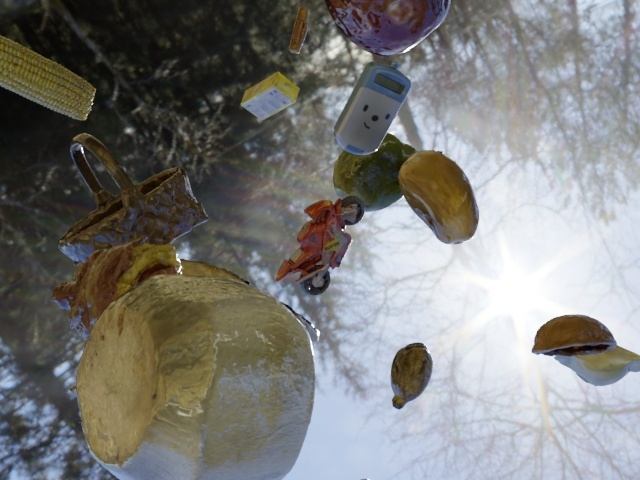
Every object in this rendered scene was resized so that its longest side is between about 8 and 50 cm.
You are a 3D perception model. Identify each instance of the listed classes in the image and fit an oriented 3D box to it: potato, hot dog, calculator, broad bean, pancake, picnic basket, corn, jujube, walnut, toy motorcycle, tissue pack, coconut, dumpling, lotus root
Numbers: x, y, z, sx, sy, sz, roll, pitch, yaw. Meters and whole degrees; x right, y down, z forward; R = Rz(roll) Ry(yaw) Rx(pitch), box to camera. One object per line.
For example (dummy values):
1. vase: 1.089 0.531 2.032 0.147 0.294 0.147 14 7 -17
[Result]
1. potato: 0.265 -0.098 1.495 0.146 0.234 0.150 -43 154 15
2. hot dog: -0.061 -0.620 2.009 0.044 0.137 0.028 16 -179 5
3. calculator: 0.108 -0.278 1.427 0.210 0.121 0.039 -61 -140 17
4. broad bean: 0.171 -0.208 2.041 0.291 0.238 0.119 -20 -157 -16
5. pancake: -0.179 0.152 1.490 0.387 0.386 0.082 -4 -122 58
6. picnic basket: -0.476 -0.107 1.580 0.337 0.337 0.293 -37 -161 -24
7. corn: -0.505 -0.288 1.184 0.081 0.248 0.081 -16 -116 35
8. jujube: 0.069 -0.359 0.880 0.168 0.236 0.168 -29 -170 6
9. walnut: 0.561 0.208 1.523 0.211 0.087 0.167 11 159 -40
10. toy motorcycle: 0.002 0.001 1.833 0.298 0.171 0.089 -63 -149 4
11. hot dog: -0.290 0.071 0.970 0.213 0.146 0.103 -13 160 18
12. tissue pack: -0.161 -0.457 2.166 0.176 0.095 0.062 -16 -129 47
13. coconut: -0.123 0.157 0.760 0.245 0.245 0.247 -16 161 42
14. dumpling: 0.710 0.318 1.761 0.151 0.228 0.124 97 6 -62
15. lotus root: 0.272 0.413 2.085 0.214 0.138 0.138 -69 -158 -3

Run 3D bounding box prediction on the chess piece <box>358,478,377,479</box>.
1. chess piece: 0.034 0.828 1.944 0.234 0.234 0.442 -19 171 33
